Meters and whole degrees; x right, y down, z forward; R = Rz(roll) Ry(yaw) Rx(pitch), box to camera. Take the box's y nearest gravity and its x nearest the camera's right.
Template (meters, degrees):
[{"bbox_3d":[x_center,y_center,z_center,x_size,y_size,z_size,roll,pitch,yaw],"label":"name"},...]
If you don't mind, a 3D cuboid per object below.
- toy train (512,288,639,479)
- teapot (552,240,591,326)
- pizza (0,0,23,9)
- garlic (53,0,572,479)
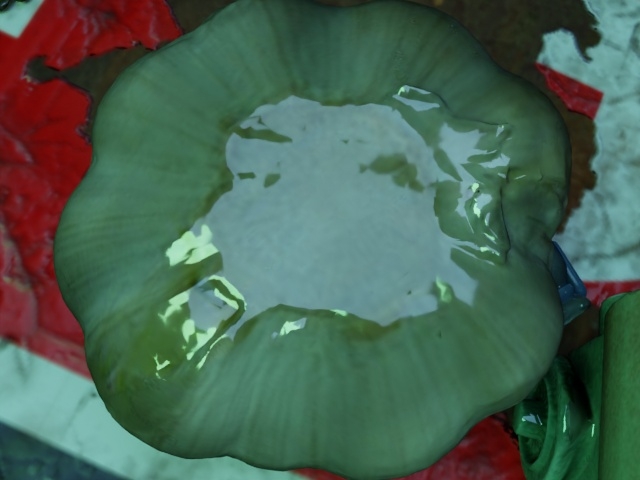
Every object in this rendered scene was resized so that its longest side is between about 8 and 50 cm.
[{"bbox_3d":[0.145,0.147,0.362,0.116,0.177,0.285,12,69,-4],"label":"toy train"},{"bbox_3d":[0.102,0.013,0.479,0.049,0.063,0.083,-36,80,14],"label":"teapot"},{"bbox_3d":[-0.272,-0.290,0.511,0.435,0.080,0.391,-23,76,-17],"label":"pizza"},{"bbox_3d":[-0.003,-0.003,0.406,0.228,0.152,0.227,0,73,0],"label":"garlic"}]
